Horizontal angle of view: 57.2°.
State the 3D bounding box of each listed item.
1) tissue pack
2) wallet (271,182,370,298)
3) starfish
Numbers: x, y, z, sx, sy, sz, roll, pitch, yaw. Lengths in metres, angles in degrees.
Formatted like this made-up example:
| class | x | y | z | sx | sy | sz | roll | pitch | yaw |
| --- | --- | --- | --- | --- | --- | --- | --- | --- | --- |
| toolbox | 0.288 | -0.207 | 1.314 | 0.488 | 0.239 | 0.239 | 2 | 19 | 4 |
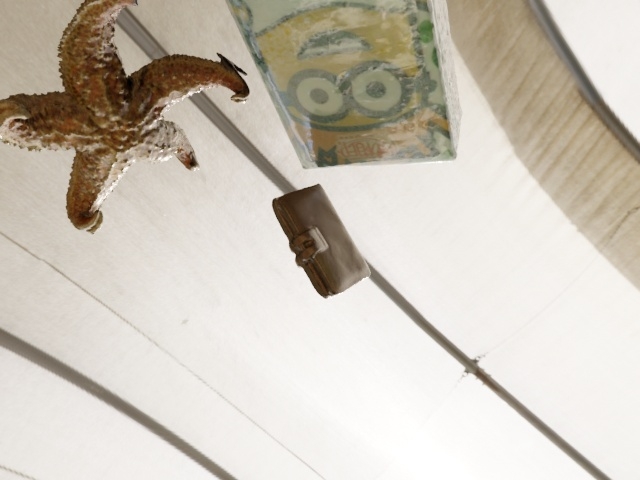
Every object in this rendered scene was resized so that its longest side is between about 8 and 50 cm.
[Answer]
| class | x | y | z | sx | sy | sz | roll | pitch | yaw |
| --- | --- | --- | --- | --- | --- | --- | --- | --- | --- |
| tissue pack | 0.041 | -0.232 | 0.724 | 0.227 | 0.311 | 0.128 | 0 | -128 | 22 |
| wallet | 0.000 | 0.000 | 0.792 | 0.038 | 0.118 | 0.153 | -31 | -96 | 35 |
| starfish | -0.231 | -0.147 | 0.730 | 0.303 | 0.312 | 0.113 | -30 | -119 | 2 |
